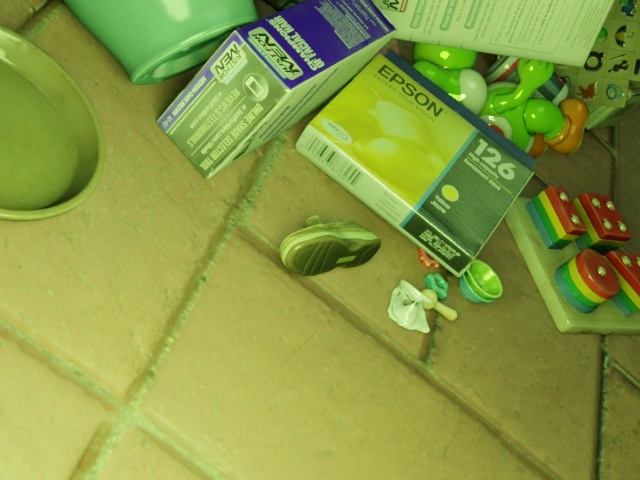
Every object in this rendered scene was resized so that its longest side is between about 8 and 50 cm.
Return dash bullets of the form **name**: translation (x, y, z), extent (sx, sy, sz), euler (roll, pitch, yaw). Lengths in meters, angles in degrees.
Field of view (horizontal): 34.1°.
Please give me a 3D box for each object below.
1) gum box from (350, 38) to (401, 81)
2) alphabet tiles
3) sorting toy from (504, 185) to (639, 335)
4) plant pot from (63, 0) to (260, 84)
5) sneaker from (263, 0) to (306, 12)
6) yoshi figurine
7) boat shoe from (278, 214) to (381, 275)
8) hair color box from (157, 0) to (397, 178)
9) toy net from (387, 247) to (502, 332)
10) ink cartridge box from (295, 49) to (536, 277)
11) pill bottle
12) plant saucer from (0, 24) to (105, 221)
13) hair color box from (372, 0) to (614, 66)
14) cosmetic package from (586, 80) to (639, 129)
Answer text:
- **gum box**: translation (0.068, -0.343, 1.736), extent (0.107, 0.062, 0.188), euler (21, 44, -32)
- **alphabet tiles**: translation (0.521, -0.414, 2.064), extent (0.342, 0.285, 0.011), euler (4, 12, -12)
- **sorting toy**: translation (0.459, 0.027, 1.777), extent (0.257, 0.089, 0.256), euler (6, 53, -43)
- **plant pot**: translation (-0.207, -0.346, 1.310), extent (0.271, 0.271, 0.255), euler (-30, 94, -53)
- **sneaker**: translation (-0.079, -0.414, 1.584), extent (0.101, 0.106, 0.267), euler (-29, 60, -10)
- **yoshi figurine**: translation (0.290, -0.271, 1.812), extent (0.362, 0.204, 0.203), euler (16, 31, -33)
- **boat shoe**: translation (0.000, 0.000, 1.362), extent (0.072, 0.068, 0.190), euler (50, 24, 23)
- **hair color box**: translation (-0.049, -0.225, 1.406), extent (0.110, 0.185, 0.339), euler (48, 35, -1)
- **toy net**: translation (0.166, 0.059, 1.484), extent (0.232, 0.045, 0.122), euler (-16, 70, -51)
- **ink cartridge box**: translation (0.163, -0.141, 1.557), extent (0.303, 0.072, 0.307), euler (38, 53, 3)
- **pill bottle**: translation (0.410, -0.283, 1.998), extent (0.180, 0.108, 0.108), euler (43, 36, -7)
- **plant saucer**: translation (-0.363, -0.130, 1.118), extent (0.277, 0.041, 0.278), euler (28, 40, -26)
- **hair color box**: translation (0.267, -0.405, 1.663), extent (0.374, 0.185, 0.114), euler (7, 48, -8)
- **cosmetic package**: translation (0.564, -0.395, 2.240), extent (0.153, 0.129, 0.296), euler (-17, 69, -51)
